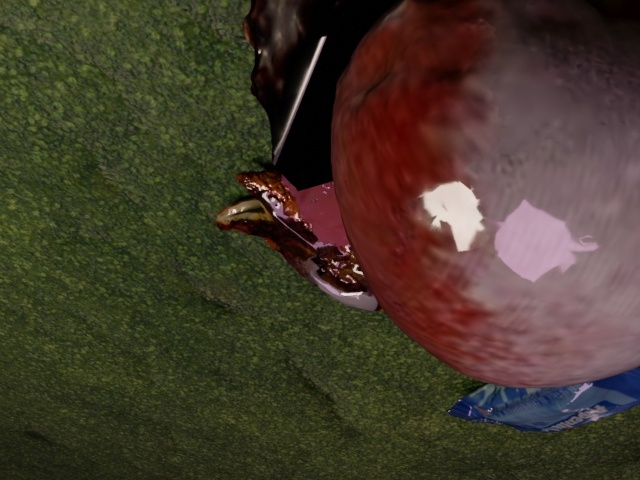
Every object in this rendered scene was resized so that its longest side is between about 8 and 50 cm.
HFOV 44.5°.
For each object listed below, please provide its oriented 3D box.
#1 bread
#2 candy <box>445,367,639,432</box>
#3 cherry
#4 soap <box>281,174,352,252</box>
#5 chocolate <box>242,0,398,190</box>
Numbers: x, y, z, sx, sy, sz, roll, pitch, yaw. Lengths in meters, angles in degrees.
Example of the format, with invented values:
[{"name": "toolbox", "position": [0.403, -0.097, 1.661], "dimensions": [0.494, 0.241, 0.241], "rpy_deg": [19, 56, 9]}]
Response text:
[{"name": "bread", "position": [0.006, -0.002, 0.962], "dimensions": [0.269, 0.095, 0.139], "rpy_deg": [34, 138, -8]}, {"name": "candy", "position": [0.369, 0.245, 1.223], "dimensions": [0.187, 0.077, 0.331], "rpy_deg": [20, 147, -25]}, {"name": "cherry", "position": [0.177, -0.047, 0.571], "dimensions": [0.326, 0.291, 0.335], "rpy_deg": [-21, 127, 5]}, {"name": "soap", "position": [0.099, -0.059, 0.834], "dimensions": [0.289, 0.112, 0.182], "rpy_deg": [18, 139, -9]}, {"name": "chocolate", "position": [0.008, -0.192, 0.675], "dimensions": [0.206, 0.177, 0.224], "rpy_deg": [-20, 149, -41]}]
